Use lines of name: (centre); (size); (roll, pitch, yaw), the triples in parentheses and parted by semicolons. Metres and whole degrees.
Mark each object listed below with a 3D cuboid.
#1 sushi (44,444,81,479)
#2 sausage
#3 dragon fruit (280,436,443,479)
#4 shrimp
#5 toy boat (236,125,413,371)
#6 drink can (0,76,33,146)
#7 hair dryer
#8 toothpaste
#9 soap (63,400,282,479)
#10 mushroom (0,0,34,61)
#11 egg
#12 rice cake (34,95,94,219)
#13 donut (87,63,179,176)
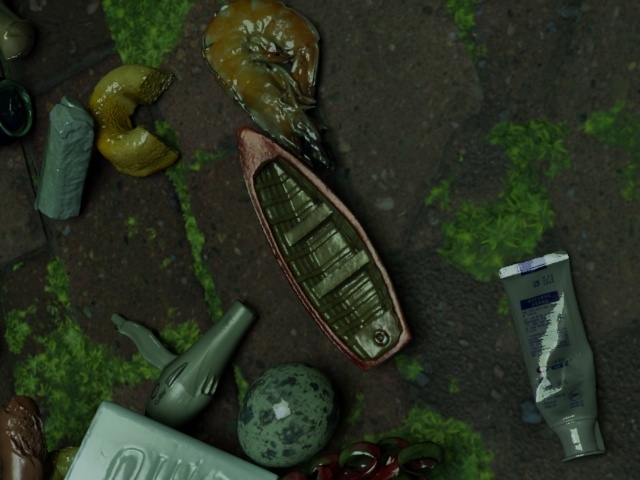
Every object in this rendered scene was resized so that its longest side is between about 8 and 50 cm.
sushi: (-0.373, 0.406, 1.542); (0.274, 0.139, 0.184); (-21, 74, 23)
sausage: (-0.426, 0.370, 1.454); (0.078, 0.078, 0.304); (-7, 75, 22)
dragon fruit: (0.026, 0.367, 1.354); (0.198, 0.218, 0.273); (18, 88, -8)
shrimp: (-0.052, -0.237, 1.514); (0.164, 0.062, 0.317); (-40, 71, 9)
toy boat: (0.000, 0.000, 1.456); (0.136, 0.079, 0.392); (-38, 73, 18)
drink can: (-0.583, -0.204, 1.704); (0.204, 0.118, 0.118); (-5, 83, 23)
hair dryer: (-0.195, 0.146, 1.541); (0.219, 0.088, 0.225); (-34, 58, 9)
toothpaste: (0.305, 0.149, 1.332); (0.096, 0.061, 0.266); (-19, 71, 22)
soap: (-0.205, 0.343, 1.414); (0.265, 0.087, 0.160); (23, 76, 8)
mushroom: (-0.550, -0.396, 1.729); (0.223, 0.092, 0.081); (61, 151, 20)
egg: (-0.047, 0.244, 1.424); (0.132, 0.132, 0.172); (48, 120, 20)
rice cake: (-0.395, -0.120, 1.603); (0.069, 0.063, 0.206); (51, 135, 39)
donut: (-0.298, -0.189, 1.605); (0.146, 0.078, 0.181); (-9, 79, 21)
